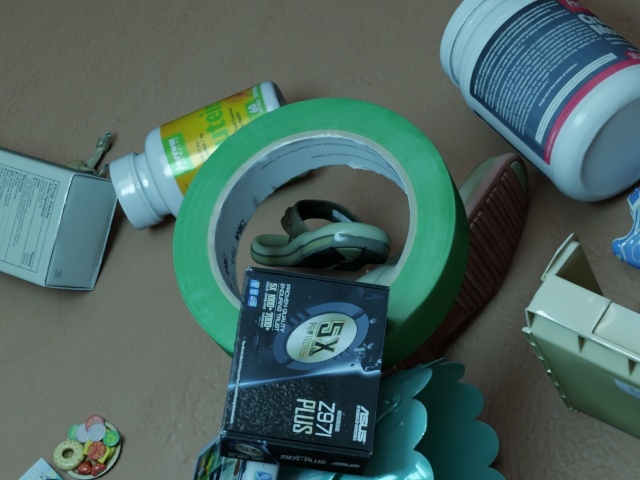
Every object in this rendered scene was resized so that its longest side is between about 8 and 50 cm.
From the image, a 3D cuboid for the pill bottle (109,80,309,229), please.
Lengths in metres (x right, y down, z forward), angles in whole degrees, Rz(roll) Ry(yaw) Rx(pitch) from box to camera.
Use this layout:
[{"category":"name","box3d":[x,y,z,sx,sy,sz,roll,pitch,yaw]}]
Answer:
[{"category":"pill bottle","box3d":[-0.149,-0.106,2.103,0.246,0.136,0.136,-23,53,6]}]

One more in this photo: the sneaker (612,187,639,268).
[{"category":"sneaker","box3d":[0.414,-0.057,1.889,0.081,0.080,0.211,14,63,24]}]

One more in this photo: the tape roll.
[{"category":"tape roll","box3d":[0.000,0.000,1.734,0.321,0.077,0.321,-8,63,15]}]

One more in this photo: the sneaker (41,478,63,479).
[{"category":"sneaker","box3d":[-0.296,0.414,1.777,0.125,0.180,0.321,-38,41,29]}]

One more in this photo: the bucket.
[{"category":"bucket","box3d":[0.079,0.275,1.690,0.183,0.281,0.281,-14,54,21]}]

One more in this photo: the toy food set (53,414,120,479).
[{"category":"toy food set","box3d":[-0.291,0.261,1.989,0.083,0.020,0.082,20,67,31]}]

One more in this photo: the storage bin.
[{"category":"storage bin","box3d":[0.372,0.134,1.671,0.262,0.260,0.123,25,74,32]}]

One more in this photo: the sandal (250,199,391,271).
[{"category":"sandal","box3d":[0.007,-0.010,1.923,0.120,0.303,0.086,4,83,-22]}]

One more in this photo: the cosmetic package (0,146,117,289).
[{"category":"cosmetic package","box3d":[-0.441,-0.048,2.161,0.309,0.113,0.160,18,94,28]}]

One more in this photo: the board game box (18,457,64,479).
[{"category":"board game box","box3d":[-0.367,0.357,1.952,0.154,0.026,0.103,-45,54,-11]}]

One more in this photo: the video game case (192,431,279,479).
[{"category":"video game case","box3d":[-0.115,0.340,1.688,0.036,0.329,0.299,17,68,-11]}]

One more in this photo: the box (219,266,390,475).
[{"category":"box","box3d":[-0.015,0.129,1.561,0.147,0.077,0.180,9,66,-1]}]

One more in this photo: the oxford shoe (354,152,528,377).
[{"category":"oxford shoe","box3d":[0.113,0.043,1.908,0.147,0.140,0.397,20,65,38]}]

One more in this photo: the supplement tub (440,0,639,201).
[{"category":"supplement tub","box3d":[0.294,-0.193,1.956,0.191,0.191,0.272,-38,53,-6]}]

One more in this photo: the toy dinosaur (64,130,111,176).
[{"category":"toy dinosaur","box3d":[-0.360,-0.082,2.235,0.183,0.053,0.092,-31,36,-6]}]

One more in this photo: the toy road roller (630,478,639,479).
[{"category":"toy road roller","box3d":[0.248,0.405,1.578,0.241,0.202,0.329,4,62,30]}]
